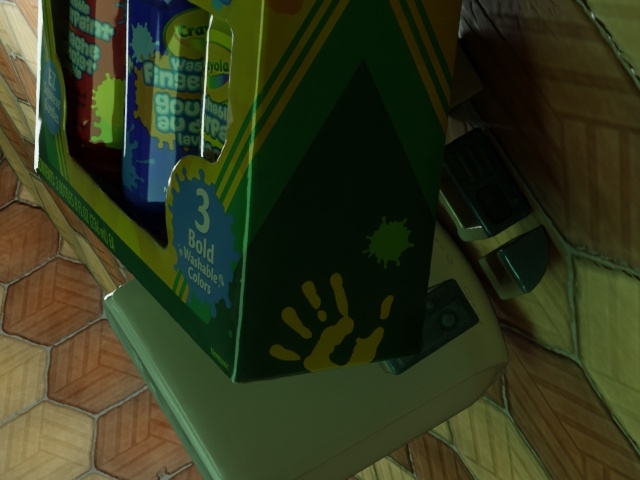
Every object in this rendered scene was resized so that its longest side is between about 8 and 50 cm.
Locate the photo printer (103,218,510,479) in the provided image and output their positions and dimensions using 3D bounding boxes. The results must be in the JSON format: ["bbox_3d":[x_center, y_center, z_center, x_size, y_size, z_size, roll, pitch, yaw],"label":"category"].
[{"bbox_3d":[-0.002,0.084,1.437,0.256,0.308,0.107,57,165,20],"label":"photo printer"}]

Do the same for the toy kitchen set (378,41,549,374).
[{"bbox_3d":[0.073,-0.024,1.252,0.207,0.166,0.122,58,166,1],"label":"toy kitchen set"}]

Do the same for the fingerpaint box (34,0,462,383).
[{"bbox_3d":[-0.082,-0.156,1.239,0.445,0.163,0.371,40,130,53],"label":"fingerpaint box"}]
